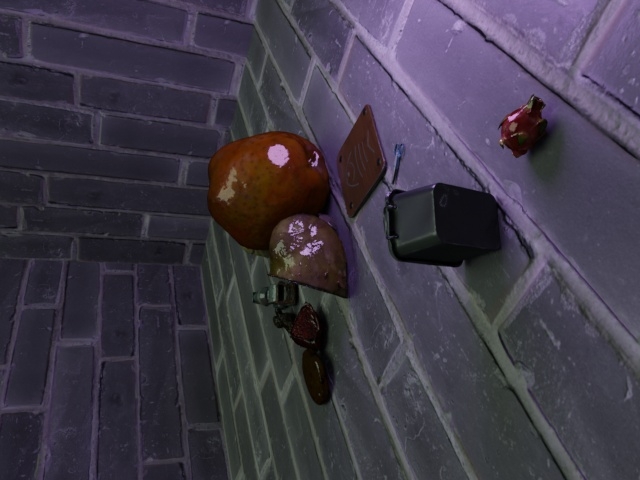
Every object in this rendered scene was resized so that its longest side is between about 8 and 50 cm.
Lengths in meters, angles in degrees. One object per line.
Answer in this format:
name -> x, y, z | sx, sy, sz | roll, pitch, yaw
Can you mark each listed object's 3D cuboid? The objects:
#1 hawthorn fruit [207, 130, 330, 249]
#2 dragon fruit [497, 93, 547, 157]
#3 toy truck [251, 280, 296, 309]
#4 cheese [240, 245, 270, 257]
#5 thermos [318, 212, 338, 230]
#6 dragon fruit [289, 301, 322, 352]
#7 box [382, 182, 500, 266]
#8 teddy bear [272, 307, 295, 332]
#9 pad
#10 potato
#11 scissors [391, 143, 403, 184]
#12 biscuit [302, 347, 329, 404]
hawthorn fruit -> -0.177, -0.193, 2.011 | 0.471, 0.471, 0.472 | -176, 90, -67
dragon fruit -> 0.398, -0.224, 1.049 | 0.086, 0.081, 0.116 | -93, 21, -43
toy truck -> -0.204, 0.241, 2.339 | 0.256, 0.140, 0.108 | 155, 117, -65
cheese -> -0.256, -0.038, 2.411 | 0.117, 0.213, 0.226 | 163, 115, -68
thermos -> 0.000, 0.000, 1.965 | 0.137, 0.105, 0.193 | 51, 131, 22
dragon fruit -> -0.031, 0.326, 2.011 | 0.161, 0.120, 0.127 | -68, -25, -17
box -> 0.267, -0.036, 1.153 | 0.135, 0.243, 0.163 | -19, 68, 52
teddy bear -> -0.144, 0.336, 2.274 | 0.160, 0.078, 0.119 | -10, 112, 60
pad -> 0.128, -0.259, 1.786 | 0.284, 0.018, 0.287 | 123, 145, -50
potato -> -0.028, 0.041, 1.822 | 0.300, 0.288, 0.238 | 8, 80, 57
scissors -> 0.219, -0.221, 1.559 | 0.058, 0.014, 0.119 | -150, 69, -70
biscuit -> -0.019, 0.495, 1.957 | 0.212, 0.036, 0.212 | 169, 90, -70
